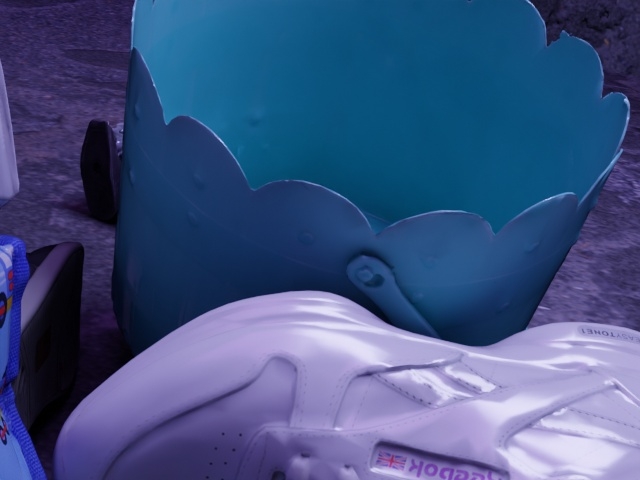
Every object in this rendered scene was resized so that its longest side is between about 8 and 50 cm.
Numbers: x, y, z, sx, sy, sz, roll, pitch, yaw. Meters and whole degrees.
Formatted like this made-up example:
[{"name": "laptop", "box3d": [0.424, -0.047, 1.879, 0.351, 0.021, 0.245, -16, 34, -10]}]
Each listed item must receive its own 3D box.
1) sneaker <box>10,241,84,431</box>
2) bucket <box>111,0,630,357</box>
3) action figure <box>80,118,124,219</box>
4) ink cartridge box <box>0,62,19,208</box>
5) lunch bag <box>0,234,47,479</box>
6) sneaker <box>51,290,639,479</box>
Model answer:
[{"name": "sneaker", "box3d": [-0.191, 0.046, 0.649, 0.118, 0.083, 0.222, 5, 14, 3]}, {"name": "bucket", "box3d": [0.016, -0.028, 0.717, 0.281, 0.183, 0.281, 10, 37, -8]}, {"name": "action figure", "box3d": [-0.063, -0.074, 1.081, 0.185, 0.099, 0.285, 2, 6, 32]}, {"name": "ink cartridge box", "box3d": [-0.217, -0.027, 0.523, 0.139, 0.082, 0.190, -7, -6, -28]}, {"name": "lunch bag", "box3d": [-0.271, 0.090, 0.442, 0.293, 0.138, 0.221, -1, 13, 10]}, {"name": "sneaker", "box3d": [0.041, 0.101, 0.549, 0.305, 0.114, 0.152, 0, 34, -11]}]
